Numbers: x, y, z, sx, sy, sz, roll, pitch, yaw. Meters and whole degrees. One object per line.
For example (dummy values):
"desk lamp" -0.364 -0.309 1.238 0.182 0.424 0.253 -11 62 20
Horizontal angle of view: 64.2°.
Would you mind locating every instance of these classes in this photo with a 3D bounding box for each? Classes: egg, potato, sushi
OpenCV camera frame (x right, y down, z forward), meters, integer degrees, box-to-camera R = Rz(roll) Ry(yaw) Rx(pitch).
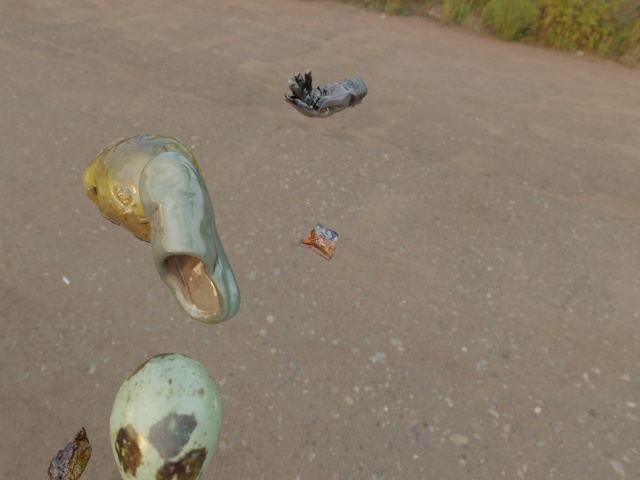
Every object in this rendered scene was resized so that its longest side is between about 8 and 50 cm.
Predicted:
"egg" -0.240 0.293 0.799 0.169 0.169 0.231 2 70 -11
"potato" -0.399 -0.155 1.150 0.299 0.196 0.246 30 55 21
"sushi" -0.378 0.331 0.762 0.050 0.047 0.099 -30 27 9

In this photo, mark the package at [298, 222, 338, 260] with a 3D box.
"package" 0.000 0.001 1.136 0.077 0.033 0.111 38 40 -9

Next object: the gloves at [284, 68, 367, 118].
"gloves" 0.019 -0.397 1.405 0.285 0.119 0.142 -8 35 -40

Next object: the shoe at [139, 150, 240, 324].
"shoe" -0.189 0.004 0.690 0.103 0.251 0.100 -20 6 20
